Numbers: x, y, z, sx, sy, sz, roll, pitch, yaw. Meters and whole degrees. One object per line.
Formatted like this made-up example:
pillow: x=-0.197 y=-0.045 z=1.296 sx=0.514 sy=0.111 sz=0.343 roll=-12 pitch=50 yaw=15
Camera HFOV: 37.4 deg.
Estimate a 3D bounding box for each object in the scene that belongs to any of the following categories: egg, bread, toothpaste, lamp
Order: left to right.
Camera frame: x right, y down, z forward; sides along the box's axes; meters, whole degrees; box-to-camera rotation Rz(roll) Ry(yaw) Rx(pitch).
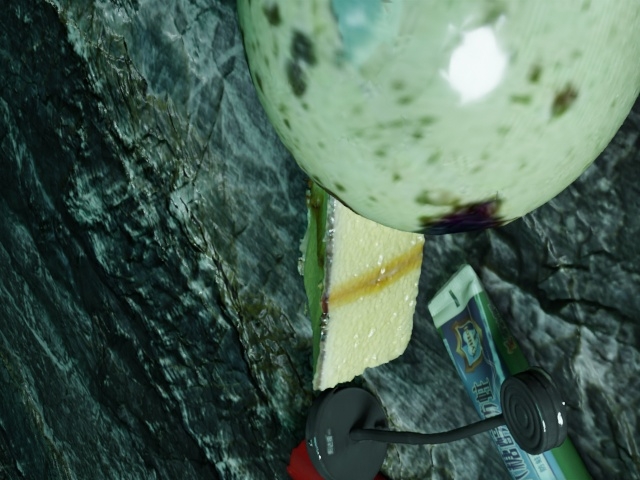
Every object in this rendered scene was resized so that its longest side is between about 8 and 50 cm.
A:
bread: x=0.000 y=0.000 z=0.956 sx=0.178 sy=0.135 sz=0.240 roll=34 pitch=132 yaw=41
lamp: x=0.085 y=0.188 z=0.884 sx=0.371 sy=0.108 sz=0.130 roll=165 pitch=94 yaw=-68
egg: x=0.083 y=-0.189 z=0.632 sx=0.287 sy=0.287 sz=0.379 roll=21 pitch=126 yaw=48
toothpaste: x=0.202 y=0.205 z=0.839 sx=0.392 sy=0.061 sz=0.099 roll=62 pitch=152 yaw=18

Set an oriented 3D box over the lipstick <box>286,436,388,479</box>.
lipstick: x=0.074 y=0.309 z=1.049 sx=0.280 sy=0.073 sz=0.073 roll=30 pitch=127 yaw=43
